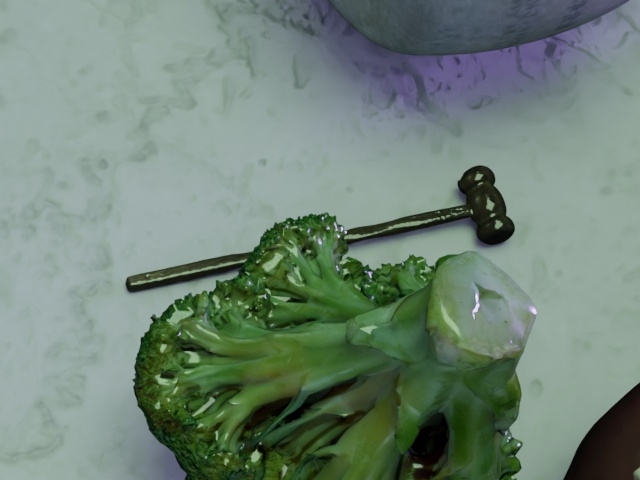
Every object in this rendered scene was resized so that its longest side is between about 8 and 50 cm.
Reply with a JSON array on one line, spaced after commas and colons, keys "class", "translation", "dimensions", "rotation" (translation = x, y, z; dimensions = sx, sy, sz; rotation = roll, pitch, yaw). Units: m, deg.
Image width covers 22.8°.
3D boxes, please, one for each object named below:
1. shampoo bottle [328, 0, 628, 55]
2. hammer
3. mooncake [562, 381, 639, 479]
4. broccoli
[{"class": "shampoo bottle", "translation": [0.120, -0.301, 1.185], "dimensions": [0.317, 0.322, 0.322], "rotation": [-31, 69, -13]}, {"class": "hammer", "translation": [0.000, 0.000, 1.160], "dimensions": [0.292, 0.029, 0.058], "rotation": [-12, 61, -15]}, {"class": "mooncake", "translation": [0.322, 0.220, 1.002], "dimensions": [0.326, 0.174, 0.333], "rotation": [-18, 68, -16]}, {"class": "broccoli", "translation": [0.028, 0.087, 0.972], "dimensions": [0.269, 0.269, 0.254], "rotation": [-6, 66, -14]}]
